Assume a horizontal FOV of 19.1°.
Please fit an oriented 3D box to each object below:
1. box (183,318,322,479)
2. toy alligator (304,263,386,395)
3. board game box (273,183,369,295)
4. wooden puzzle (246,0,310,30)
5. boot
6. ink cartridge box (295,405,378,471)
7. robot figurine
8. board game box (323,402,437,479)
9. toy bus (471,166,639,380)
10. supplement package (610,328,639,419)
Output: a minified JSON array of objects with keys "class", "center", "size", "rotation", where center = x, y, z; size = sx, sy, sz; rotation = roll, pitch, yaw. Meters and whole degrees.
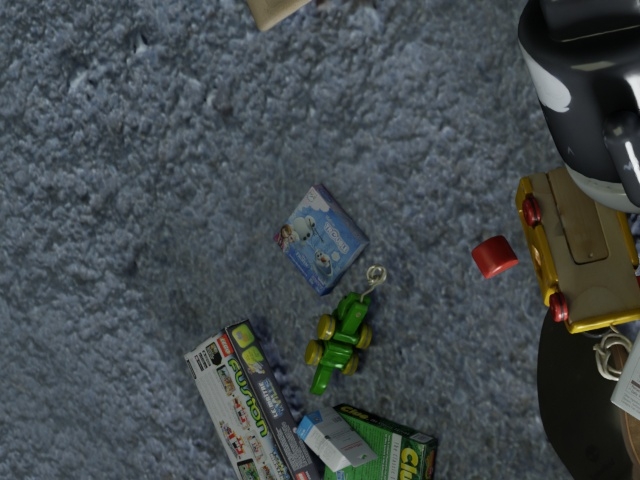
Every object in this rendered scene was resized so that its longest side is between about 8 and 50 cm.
[{"class":"box","center":[-0.081,0.206,2.220],"size":[0.114,0.036,0.207],"rotation":[-34,78,53]},{"class":"toy alligator","center":[0.028,0.089,2.116],"size":[0.051,0.056,0.190],"rotation":[-103,33,-55]},{"class":"board game box","center":[0.000,0.000,2.135],"size":[0.090,0.020,0.090],"rotation":[50,125,19]},{"class":"wooden puzzle","center":[-0.007,-0.434,2.011],"size":[0.348,0.080,0.322],"rotation":[-29,81,44]},{"class":"boot","center":[0.304,0.192,1.895],"size":[0.112,0.115,0.305],"rotation":[-42,56,45]},{"class":"ink cartridge box","center":[0.018,0.226,2.117],"size":[0.083,0.048,0.028],"rotation":[45,124,23]},{"class":"robot figurine","center":[0.283,-0.151,1.726],"size":[0.173,0.209,0.278],"rotation":[25,151,44]},{"class":"board game box","center":[0.058,0.326,2.159],"size":[0.136,0.030,0.260],"rotation":[20,112,36]},{"class":"toy bus","center":[0.257,0.025,1.854],"size":[0.191,0.202,0.104],"rotation":[31,163,11]},{"class":"supplement package","center":[0.426,0.062,1.690],"size":[0.198,0.199,0.263],"rotation":[33,119,29]}]
